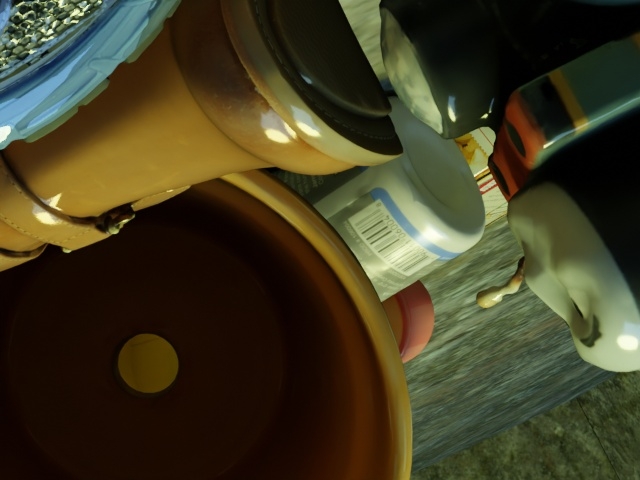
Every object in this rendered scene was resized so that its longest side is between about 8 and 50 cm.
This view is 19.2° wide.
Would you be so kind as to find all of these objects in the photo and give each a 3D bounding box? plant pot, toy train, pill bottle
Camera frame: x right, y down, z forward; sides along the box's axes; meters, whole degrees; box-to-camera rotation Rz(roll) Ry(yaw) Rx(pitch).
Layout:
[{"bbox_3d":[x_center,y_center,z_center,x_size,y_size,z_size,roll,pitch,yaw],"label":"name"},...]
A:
[{"bbox_3d":[-0.071,0.056,0.709,0.205,0.205,0.188,-28,-175,3],"label":"plant pot"},{"bbox_3d":[0.191,-0.087,0.614,0.334,0.190,0.142,-26,169,-6],"label":"toy train"},{"bbox_3d":[0.000,0.000,0.864,0.137,0.078,0.078,-32,168,27],"label":"pill bottle"}]

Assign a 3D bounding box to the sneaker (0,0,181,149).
[{"bbox_3d":[-0.044,-0.091,0.383,0.221,0.083,0.087,-32,156,-3],"label":"sneaker"}]

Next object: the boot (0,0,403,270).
[{"bbox_3d":[-0.061,-0.025,0.510,0.152,0.073,0.197,-27,-172,4],"label":"boot"}]

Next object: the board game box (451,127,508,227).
[{"bbox_3d":[0.098,-0.052,0.936,0.193,0.045,0.147,-32,168,26],"label":"board game box"}]

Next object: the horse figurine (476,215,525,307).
[{"bbox_3d":[0.180,-0.002,1.176,0.263,0.066,0.174,9,152,-19],"label":"horse figurine"}]

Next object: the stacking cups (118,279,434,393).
[{"bbox_3d":[-0.017,0.048,1.066,0.096,0.096,0.316,-32,173,23],"label":"stacking cups"}]
